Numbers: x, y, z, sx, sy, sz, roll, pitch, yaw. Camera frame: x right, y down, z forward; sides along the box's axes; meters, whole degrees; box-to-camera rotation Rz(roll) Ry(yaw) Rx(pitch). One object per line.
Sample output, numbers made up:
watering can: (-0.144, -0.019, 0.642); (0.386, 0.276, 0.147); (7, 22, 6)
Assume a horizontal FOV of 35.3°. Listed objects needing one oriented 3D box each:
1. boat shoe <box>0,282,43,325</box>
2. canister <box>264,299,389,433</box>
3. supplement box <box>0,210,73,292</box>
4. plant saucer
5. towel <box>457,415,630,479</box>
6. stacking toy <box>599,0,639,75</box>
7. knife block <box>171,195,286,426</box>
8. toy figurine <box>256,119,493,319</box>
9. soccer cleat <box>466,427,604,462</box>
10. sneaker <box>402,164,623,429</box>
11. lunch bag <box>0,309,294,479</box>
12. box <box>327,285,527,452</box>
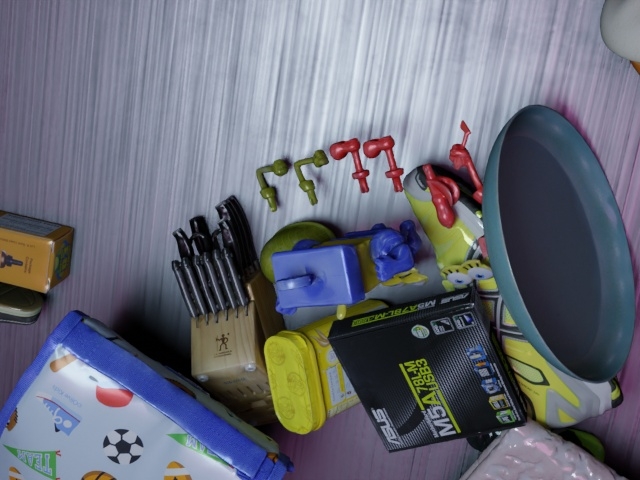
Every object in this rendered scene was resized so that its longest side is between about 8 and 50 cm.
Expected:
boat shoe: (-0.487, 0.087, 1.399); (0.224, 0.080, 0.073); (13, 111, 13)
canister: (0.021, 0.154, 1.268); (0.073, 0.170, 0.126); (3, 106, 48)
supplement box: (-0.459, 0.001, 1.370); (0.233, 0.080, 0.078); (14, 107, 8)
plant saucer: (0.266, 0.005, 1.130); (0.044, 0.317, 0.317); (-16, 101, 38)
towel: (0.310, 0.407, 1.295); (0.332, 0.053, 0.317); (32, 125, 1)
stacking toy: (0.533, -0.112, 1.074); (0.351, 0.350, 0.480); (-21, 115, 15)
knife block: (-0.105, 0.089, 1.333); (0.088, 0.242, 0.275); (-13, 146, 15)
toy figurine: (0.000, 0.000, 1.142); (0.362, 0.217, 0.191); (-5, 105, 40)
soccer cleat: (0.277, 0.265, 1.300); (0.179, 0.072, 0.060); (7, 105, 9)
sneaker: (0.210, 0.080, 1.231); (0.147, 0.145, 0.384); (-35, 94, 16)
lunch bag: (-0.238, 0.281, 1.272); (0.328, 0.239, 0.385); (35, 136, 0)
box: (0.129, 0.158, 1.199); (0.184, 0.045, 0.190); (-17, 117, 20)
